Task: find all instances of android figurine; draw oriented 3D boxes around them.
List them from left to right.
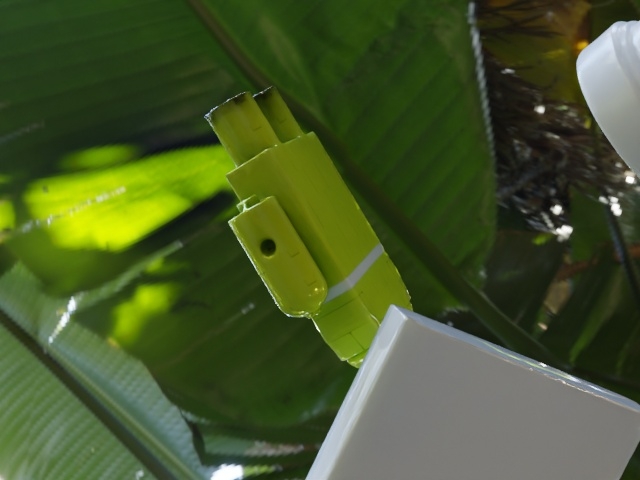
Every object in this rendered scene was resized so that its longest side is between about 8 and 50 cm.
[{"bbox_3d":[0.000,0.000,0.981,0.056,0.248,0.272,-29,-85,15],"label":"android figurine"}]

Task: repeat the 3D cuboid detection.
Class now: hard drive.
[{"bbox_3d":[0.080,0.248,0.904,0.233,0.047,0.353,22,-82,-22],"label":"hard drive"}]

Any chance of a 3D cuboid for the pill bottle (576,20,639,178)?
[{"bbox_3d":[0.396,-0.187,0.911,0.210,0.210,0.363,40,-56,-18],"label":"pill bottle"}]
